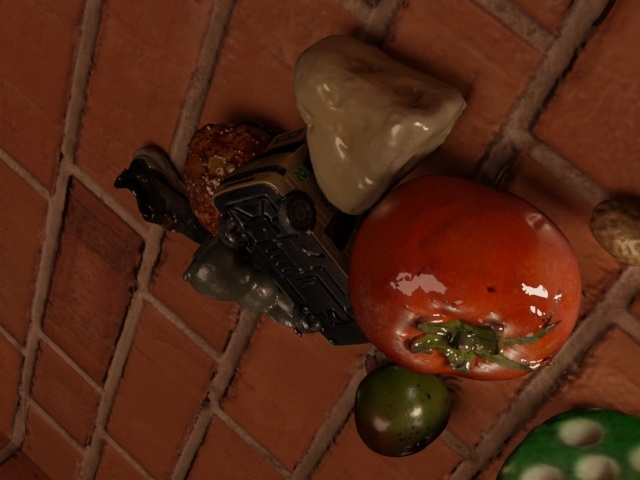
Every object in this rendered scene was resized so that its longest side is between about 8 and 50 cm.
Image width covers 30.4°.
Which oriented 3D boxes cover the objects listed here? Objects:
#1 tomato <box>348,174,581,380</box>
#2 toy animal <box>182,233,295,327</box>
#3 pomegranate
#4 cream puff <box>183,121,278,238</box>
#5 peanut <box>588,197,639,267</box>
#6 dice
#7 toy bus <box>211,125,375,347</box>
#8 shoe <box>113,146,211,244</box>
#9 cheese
[{"bbox_3d":[0.214,0.047,1.741,0.341,0.273,0.341,6,146,4],"label":"tomato"},{"bbox_3d":[-0.151,0.088,2.265,0.236,0.138,0.108,46,169,-20],"label":"toy animal"},{"bbox_3d":[0.134,0.282,2.111,0.180,0.180,0.210,107,149,-47],"label":"pomegranate"},{"bbox_3d":[-0.142,-0.098,2.065,0.240,0.164,0.240,25,131,32],"label":"cream puff"},{"bbox_3d":[0.462,-0.014,1.594,0.227,0.085,0.104,-4,108,48],"label":"peanut"},{"bbox_3d":[0.436,0.458,1.839,0.287,0.300,0.297,21,135,37],"label":"dice"},{"bbox_3d":[0.000,0.000,1.923,0.177,0.202,0.365,-12,126,43],"label":"toy bus"},{"bbox_3d":[-0.308,-0.072,2.283,0.227,0.112,0.099,52,141,0],"label":"shoe"},{"bbox_3d":[0.065,-0.171,1.783,0.251,0.173,0.248,37,135,19],"label":"cheese"}]
